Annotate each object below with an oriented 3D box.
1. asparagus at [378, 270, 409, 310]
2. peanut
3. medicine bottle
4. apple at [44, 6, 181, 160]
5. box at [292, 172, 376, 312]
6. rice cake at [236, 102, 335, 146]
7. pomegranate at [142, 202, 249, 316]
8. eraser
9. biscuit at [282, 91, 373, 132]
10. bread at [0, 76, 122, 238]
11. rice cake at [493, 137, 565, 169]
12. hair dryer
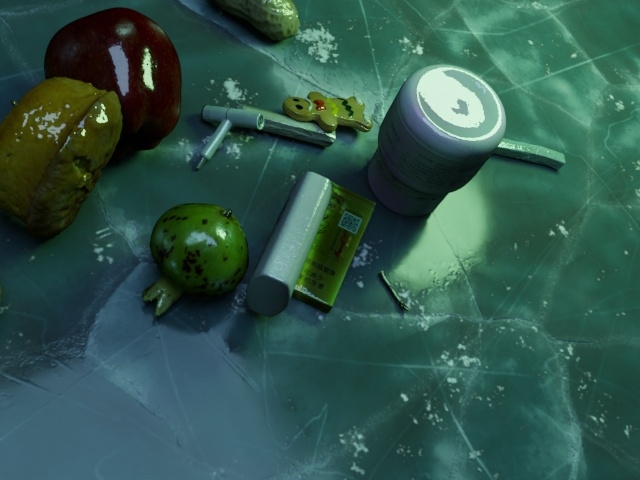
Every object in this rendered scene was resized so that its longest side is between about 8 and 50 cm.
[{"bbox_3d":[0.169,0.119,1.604,0.014,0.015,0.114,-24,70,-29],"label":"asparagus"},{"bbox_3d":[-0.187,-0.644,1.853,0.298,0.136,0.120,32,60,3],"label":"peanut"},{"bbox_3d":[0.259,-0.224,1.645,0.256,0.325,0.256,7,59,-12],"label":"medicine bottle"},{"bbox_3d":[-0.448,-0.347,1.525,0.288,0.288,0.316,-11,75,-23],"label":"apple"},{"bbox_3d":[0.000,0.000,1.602,0.173,0.043,0.311,25,58,-2],"label":"box"},{"bbox_3d":[-0.089,-0.287,1.731,0.256,0.052,0.057,12,56,-11],"label":"rice cake"},{"bbox_3d":[-0.261,0.037,1.427,0.211,0.211,0.263,43,99,9],"label":"pomegranate"},{"bbox_3d":[-0.064,0.009,1.448,0.095,0.174,0.270,22,58,-2],"label":"eraser"},{"bbox_3d":[0.019,-0.333,1.769,0.240,0.035,0.158,-1,43,-26],"label":"biscuit"},{"bbox_3d":[-0.530,-0.158,1.338,0.194,0.340,0.179,34,14,0],"label":"bread"},{"bbox_3d":[0.557,-0.245,1.918,0.245,0.042,0.045,10,56,-11],"label":"rice cake"},{"bbox_3d":[-0.231,-0.233,1.644,0.155,0.044,0.183,10,69,21],"label":"hair dryer"}]
